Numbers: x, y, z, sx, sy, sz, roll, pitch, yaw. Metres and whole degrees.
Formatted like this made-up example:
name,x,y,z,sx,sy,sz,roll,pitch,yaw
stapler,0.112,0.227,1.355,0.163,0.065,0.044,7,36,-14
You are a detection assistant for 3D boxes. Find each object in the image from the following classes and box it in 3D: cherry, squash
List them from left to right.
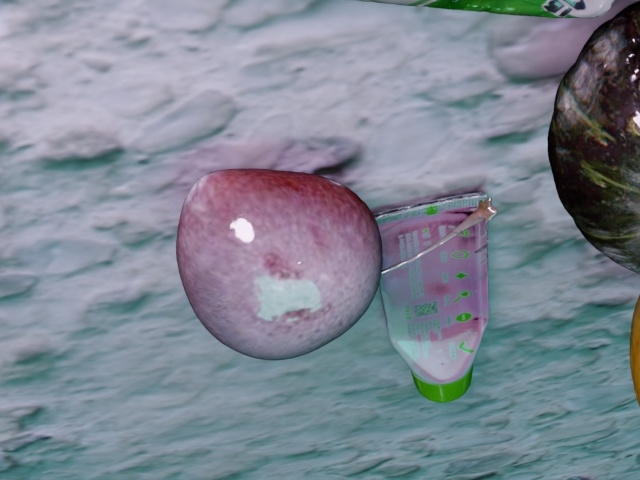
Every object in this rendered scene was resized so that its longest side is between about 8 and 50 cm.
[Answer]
name,x,y,z,sx,sy,sz,roll,pitch,yaw
cherry,-0.004,-0.006,0.916,0.188,0.115,0.148,-31,110,18
squash,0.227,-0.059,0.831,0.193,0.156,0.193,-2,110,-4

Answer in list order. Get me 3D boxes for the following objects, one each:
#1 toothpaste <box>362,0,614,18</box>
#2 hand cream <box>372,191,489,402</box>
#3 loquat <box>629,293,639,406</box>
name,x,y,z,sx,sy,sz,roll,pitch,yaw
toothpaste,0.061,-0.141,0.735,0.247,0.047,0.078,1,148,-21
hand cream,0.086,0.046,1.115,0.079,0.050,0.275,-34,150,-13
loquat,0.370,0.089,1.056,0.274,0.275,0.275,-10,153,-5
